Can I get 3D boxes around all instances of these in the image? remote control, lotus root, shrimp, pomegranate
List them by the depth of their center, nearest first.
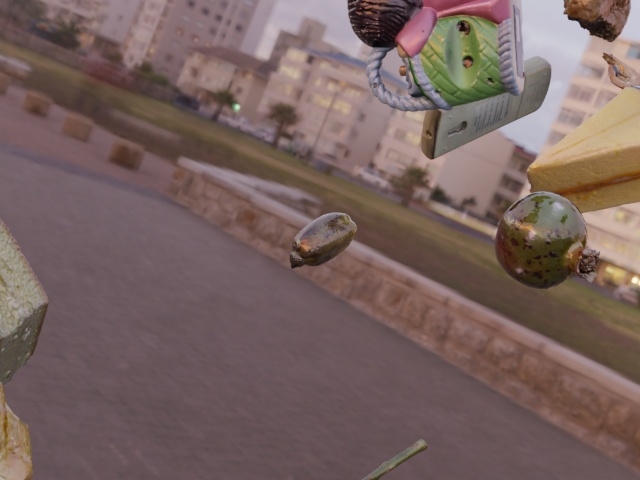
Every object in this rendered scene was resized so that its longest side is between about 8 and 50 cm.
[{"bbox_3d":[0.000,0.000,1.165,0.054,0.099,0.049,30,-35,44],"label":"lotus root"},{"bbox_3d":[0.281,0.003,1.204,0.130,0.130,0.130,23,4,-2],"label":"pomegranate"},{"bbox_3d":[0.248,-0.200,1.422,0.233,0.098,0.038,-27,52,-26],"label":"remote control"},{"bbox_3d":[0.609,-0.343,1.953,0.108,0.059,0.023,45,-21,22],"label":"shrimp"}]

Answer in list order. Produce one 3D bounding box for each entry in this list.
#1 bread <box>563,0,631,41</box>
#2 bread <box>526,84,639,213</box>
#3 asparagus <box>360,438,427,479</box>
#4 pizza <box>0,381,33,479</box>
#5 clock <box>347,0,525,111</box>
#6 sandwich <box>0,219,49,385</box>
[{"bbox_3d":[0.327,-0.287,1.126,0.060,0.082,0.113,28,7,35],"label":"bread"},{"bbox_3d":[0.518,-0.116,1.669,0.163,0.264,0.168,47,-8,43],"label":"bread"},{"bbox_3d":[0.101,0.437,1.768,0.248,0.025,0.024,-27,54,-26],"label":"asparagus"},{"bbox_3d":[-0.328,0.134,0.836,0.089,0.324,0.223,-30,31,-31],"label":"pizza"},{"bbox_3d":[0.128,-0.244,1.084,0.195,0.194,0.100,-1,2,20],"label":"clock"},{"bbox_3d":[-0.368,0.102,1.042,0.096,0.258,0.094,27,36,1],"label":"sandwich"}]
